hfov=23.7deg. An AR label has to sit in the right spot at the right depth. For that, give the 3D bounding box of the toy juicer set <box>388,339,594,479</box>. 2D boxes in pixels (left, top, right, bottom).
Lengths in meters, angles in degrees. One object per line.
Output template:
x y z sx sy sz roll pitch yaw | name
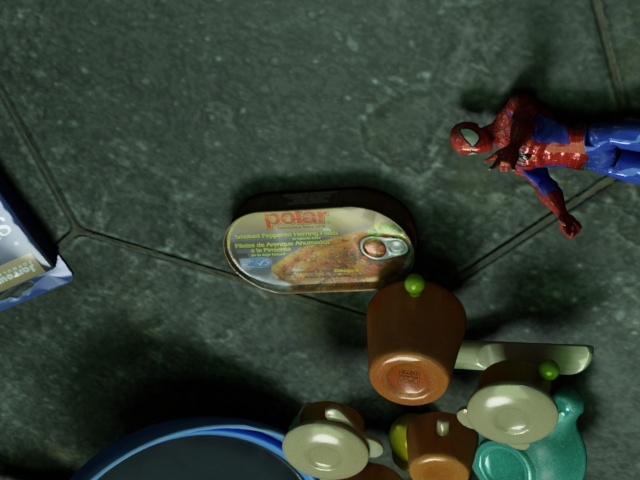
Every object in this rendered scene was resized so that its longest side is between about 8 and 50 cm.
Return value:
0.175 0.198 1.566 0.209 0.089 0.329 21 125 27 | toy juicer set

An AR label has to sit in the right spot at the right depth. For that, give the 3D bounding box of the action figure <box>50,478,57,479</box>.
-0.272 0.389 1.791 0.276 0.248 0.370 -44 84 6 | action figure

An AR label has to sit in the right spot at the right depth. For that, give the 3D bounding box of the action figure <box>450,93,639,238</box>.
0.240 -0.056 1.270 0.280 0.139 0.091 7 131 14 | action figure

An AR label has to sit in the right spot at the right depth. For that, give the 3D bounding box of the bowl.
-0.133 0.375 1.654 0.391 0.077 0.391 -4 103 -20 | bowl

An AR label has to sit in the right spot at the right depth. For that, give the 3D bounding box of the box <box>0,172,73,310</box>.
-0.362 -0.009 1.540 0.136 0.036 0.225 -23 124 13 | box

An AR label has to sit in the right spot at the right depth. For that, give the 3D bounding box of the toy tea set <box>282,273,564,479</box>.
0.081 0.163 1.508 0.200 0.124 0.336 30 131 -17 | toy tea set

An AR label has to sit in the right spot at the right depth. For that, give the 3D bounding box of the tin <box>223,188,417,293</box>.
0.000 0.000 1.459 0.189 0.040 0.106 -2 134 19 | tin
